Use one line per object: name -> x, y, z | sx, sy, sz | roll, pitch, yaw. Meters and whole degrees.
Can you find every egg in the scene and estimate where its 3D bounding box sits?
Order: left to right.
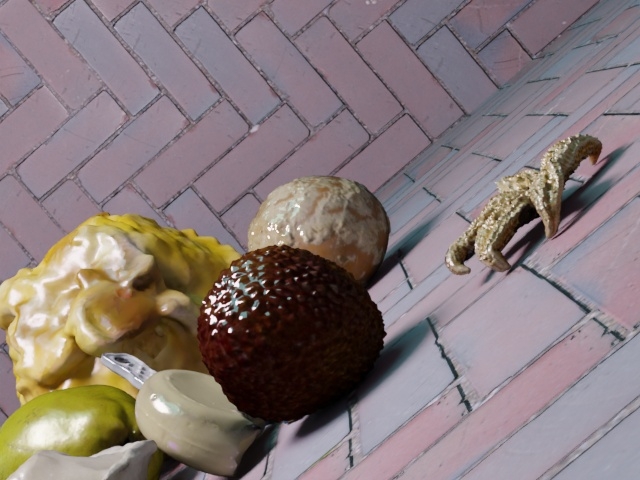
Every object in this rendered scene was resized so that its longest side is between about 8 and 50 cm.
egg -> 0.000, 0.000, 1.952 | 0.245, 0.203, 0.203 | -23, -9, -42

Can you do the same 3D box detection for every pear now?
pear -> -0.315, 0.291, 1.639 | 0.269, 0.212, 0.212 | -29, 11, 39

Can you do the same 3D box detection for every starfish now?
starfish -> 0.217, -0.044, 1.350 | 0.238, 0.071, 0.216 | -35, 7, -22

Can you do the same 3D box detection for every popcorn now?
popcorn -> -0.283, 0.145, 1.903 | 0.390, 0.344, 0.354 | -2, -73, -58

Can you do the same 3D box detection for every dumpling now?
dumpling -> -0.277, 0.291, 1.362 | 0.243, 0.175, 0.227 | -9, 28, 18

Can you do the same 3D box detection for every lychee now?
lychee -> -0.035, 0.097, 1.340 | 0.194, 0.194, 0.194 | -40, 4, 3

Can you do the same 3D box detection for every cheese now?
cheese -> -0.171, 0.185, 1.464 | 0.163, 0.249, 0.070 | -7, -63, -68

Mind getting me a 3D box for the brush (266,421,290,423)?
brush -> -0.040, 0.195, 1.483 | 0.051, 0.014, 0.164 | -41, 3, -26
